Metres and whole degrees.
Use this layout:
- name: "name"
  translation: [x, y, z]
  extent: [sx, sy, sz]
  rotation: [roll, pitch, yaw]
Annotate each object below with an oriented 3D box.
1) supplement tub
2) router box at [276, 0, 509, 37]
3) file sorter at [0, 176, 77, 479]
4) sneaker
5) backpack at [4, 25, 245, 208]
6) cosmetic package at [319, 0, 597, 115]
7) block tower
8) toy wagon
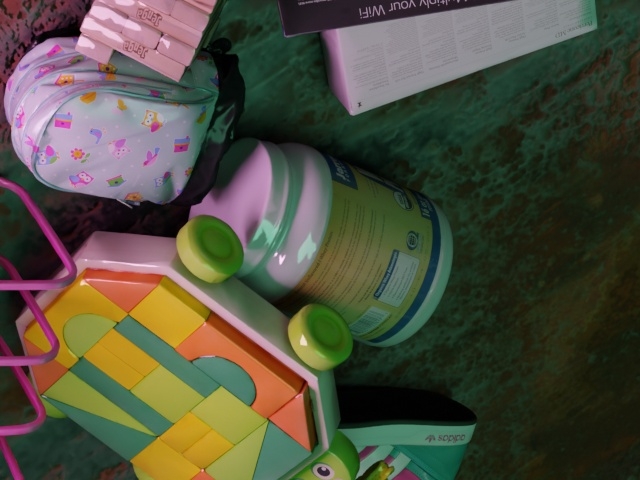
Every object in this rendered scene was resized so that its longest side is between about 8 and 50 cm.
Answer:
- name: "supplement tub"
  translation: [0.000, 0.000, 1.706]
  extent: [0.199, 0.144, 0.144]
  rotation: [21, 108, -33]
- name: "router box"
  translation: [0.099, -0.306, 1.556]
  extent: [0.309, 0.081, 0.243]
  rotation: [-8, 123, 2]
- name: "file sorter"
  translation: [-0.325, 0.108, 1.585]
  extent: [0.182, 0.202, 0.291]
  rotation: [2, 117, -28]
- name: "sneaker"
  translation: [-0.001, 0.231, 1.864]
  extent: [0.295, 0.124, 0.178]
  rotation: [6, 106, -29]
- name: "backpack"
  translation: [-0.162, -0.101, 1.591]
  extent: [0.182, 0.115, 0.152]
  rotation: [9, 117, -26]
- name: "cosmetic package"
  translation: [0.118, -0.197, 1.696]
  extent: [0.239, 0.060, 0.099]
  rotation: [-20, 125, -13]
- name: "block tower"
  translation: [-0.081, -0.273, 1.470]
  extent: [0.097, 0.091, 0.335]
  rotation: [27, 126, -2]
- name: "toy wagon"
  translation: [-0.086, 0.130, 1.668]
  extent: [0.344, 0.068, 0.267]
  rotation: [39, 131, -12]
